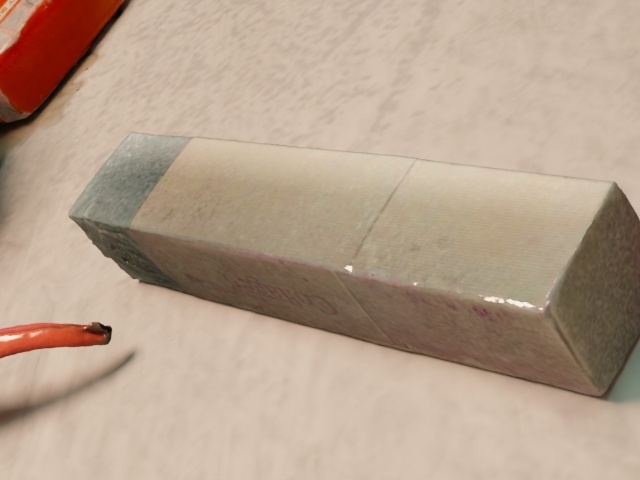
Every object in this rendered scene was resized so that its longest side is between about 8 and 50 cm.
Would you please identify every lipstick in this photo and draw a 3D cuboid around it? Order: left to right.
[{"bbox_3d":[0.000,0.000,0.530,0.317,0.066,0.068,10,58,45],"label":"lipstick"}]

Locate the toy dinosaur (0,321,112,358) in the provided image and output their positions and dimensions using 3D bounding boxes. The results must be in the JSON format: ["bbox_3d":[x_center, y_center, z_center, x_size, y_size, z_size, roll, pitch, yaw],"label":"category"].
[{"bbox_3d":[-0.248,0.118,0.629,0.286,0.070,0.138,-8,57,30],"label":"toy dinosaur"}]

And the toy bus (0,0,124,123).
[{"bbox_3d":[-0.233,-0.169,0.896,0.077,0.079,0.174,13,60,35],"label":"toy bus"}]
